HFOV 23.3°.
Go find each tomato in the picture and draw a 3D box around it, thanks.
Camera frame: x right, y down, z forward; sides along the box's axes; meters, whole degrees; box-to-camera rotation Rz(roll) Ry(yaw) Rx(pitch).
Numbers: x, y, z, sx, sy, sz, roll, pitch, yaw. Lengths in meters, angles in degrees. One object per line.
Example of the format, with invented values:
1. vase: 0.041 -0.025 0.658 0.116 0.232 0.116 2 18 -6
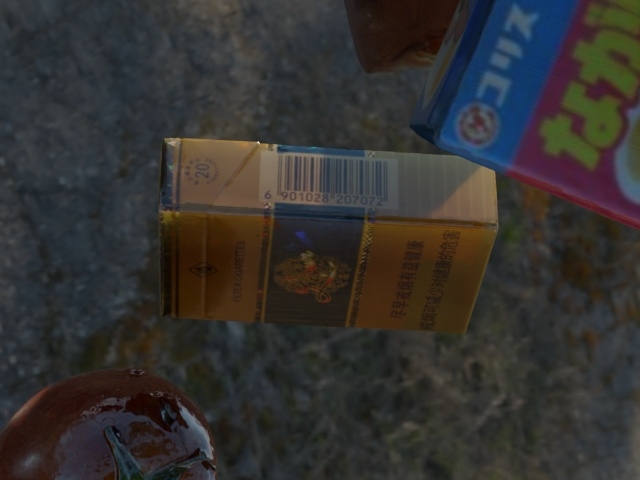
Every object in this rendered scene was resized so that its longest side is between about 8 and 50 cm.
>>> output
1. tomato: -0.168 0.177 1.178 0.167 0.167 0.167 26 56 -47

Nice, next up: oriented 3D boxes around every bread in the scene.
1. bread: 0.169 -0.222 1.314 0.327 0.295 0.114 -25 107 -50

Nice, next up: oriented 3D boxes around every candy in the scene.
1. candy: 0.214 -0.069 0.815 0.305 0.100 0.157 21 94 -7

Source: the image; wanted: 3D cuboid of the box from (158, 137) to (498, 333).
1. box: 0.000 0.000 1.131 0.152 0.237 0.070 98 -4 -57
